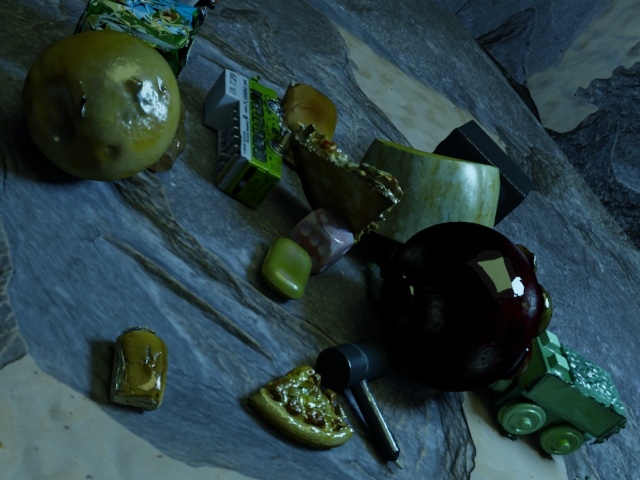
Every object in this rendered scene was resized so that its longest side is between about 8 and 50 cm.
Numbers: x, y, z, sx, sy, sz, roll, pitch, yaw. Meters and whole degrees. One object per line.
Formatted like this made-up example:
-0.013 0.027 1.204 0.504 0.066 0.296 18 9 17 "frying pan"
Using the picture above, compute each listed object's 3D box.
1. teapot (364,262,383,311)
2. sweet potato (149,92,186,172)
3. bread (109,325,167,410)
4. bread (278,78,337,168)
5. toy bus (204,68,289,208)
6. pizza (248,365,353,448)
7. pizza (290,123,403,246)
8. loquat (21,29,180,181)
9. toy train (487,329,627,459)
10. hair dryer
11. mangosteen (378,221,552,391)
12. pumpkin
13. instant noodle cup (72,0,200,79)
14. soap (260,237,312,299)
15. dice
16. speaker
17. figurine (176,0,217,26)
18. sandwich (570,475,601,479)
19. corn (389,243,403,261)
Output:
0.111 0.089 1.544 0.042 0.043 0.111 28 30 -27 "teapot"
-0.276 -0.222 1.437 0.067 0.059 0.281 37 29 -31 "sweet potato"
-0.229 0.161 1.001 0.072 0.053 0.106 23 40 -28 "bread"
-0.038 -0.261 1.746 0.136 0.107 0.241 33 30 -14 "bread"
-0.148 -0.207 1.536 0.139 0.113 0.302 23 36 -26 "toy bus"
-0.027 0.238 1.163 0.175 0.046 0.134 24 35 -32 "pizza"
0.039 -0.121 1.476 0.074 0.287 0.251 -35 89 -28 "pizza"
-0.325 -0.204 1.189 0.243 0.244 0.244 32 31 -22 "loquat"
0.459 0.307 1.548 0.271 0.188 0.159 31 30 -19 "toy train"
0.085 0.265 1.261 0.124 0.071 0.219 1 57 -52 "hair dryer"
0.273 0.123 1.416 0.346 0.307 0.307 10 43 -30 "mangosteen"
0.233 -0.104 1.660 0.332 0.199 0.332 19 13 -5 "pumpkin"
-0.337 -0.345 1.365 0.178 0.240 0.240 24 34 -23 "instant noodle cup"
-0.060 0.050 1.370 0.089 0.045 0.140 35 31 -10 "soap"
0.000 0.000 1.462 0.093 0.094 0.091 48 30 11 "dice"
0.336 -0.120 1.883 0.232 0.254 0.184 47 28 5 "speaker"
-0.372 -0.612 1.689 0.323 0.196 0.320 52 -14 -1 "figurine"
0.508 0.553 1.346 0.325 0.131 0.262 26 35 -28 "sandwich"
0.297 0.077 1.708 0.346 0.130 0.130 18 38 -31 "corn"
